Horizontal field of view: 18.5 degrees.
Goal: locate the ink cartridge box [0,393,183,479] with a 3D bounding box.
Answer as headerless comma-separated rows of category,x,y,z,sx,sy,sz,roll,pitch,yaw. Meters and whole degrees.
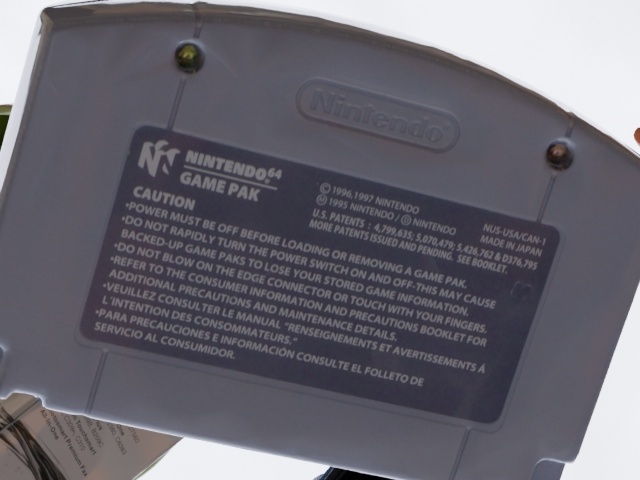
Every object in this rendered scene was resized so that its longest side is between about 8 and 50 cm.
ink cartridge box,-0.197,0.123,1.141,0.203,0.086,0.148,-37,-154,-27

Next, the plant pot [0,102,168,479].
plant pot,-0.137,0.009,1.439,0.275,0.275,0.293,36,-153,12

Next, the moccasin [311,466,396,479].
moccasin,-0.039,0.246,1.240,0.138,0.117,0.342,18,-131,18

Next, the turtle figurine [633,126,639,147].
turtle figurine,0.313,-0.108,1.045,0.269,0.217,0.087,3,-151,-8

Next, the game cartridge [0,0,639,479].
game cartridge,0.000,0.000,0.873,0.294,0.196,0.060,14,-163,-18
